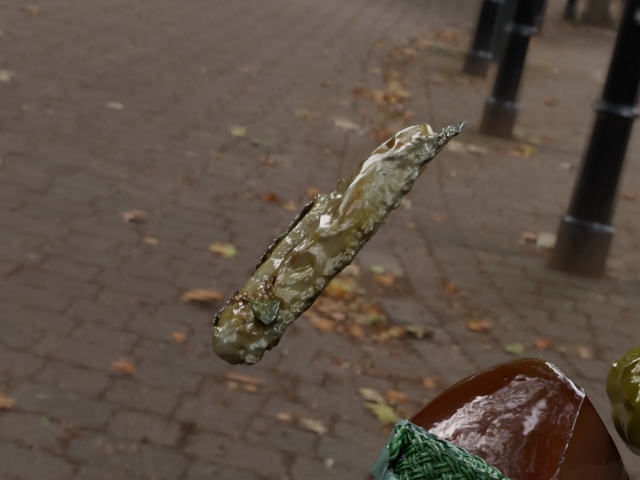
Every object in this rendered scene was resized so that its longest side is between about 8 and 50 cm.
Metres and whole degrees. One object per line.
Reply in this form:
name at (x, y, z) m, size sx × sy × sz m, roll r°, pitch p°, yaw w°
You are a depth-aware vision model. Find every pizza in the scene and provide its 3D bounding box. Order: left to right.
pizza at (-0.019, 0.019, 1.768) m, size 0.080 × 0.392 × 0.435 m, roll 42°, pitch -25°, yaw -3°

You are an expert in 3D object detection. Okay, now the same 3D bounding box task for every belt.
belt at (0.100, 0.208, 1.114) m, size 0.121 × 0.079 × 0.151 m, roll 28°, pitch -3°, yaw 37°

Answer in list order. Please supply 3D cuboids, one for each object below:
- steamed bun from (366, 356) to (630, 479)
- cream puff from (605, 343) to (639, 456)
steamed bun at (0.180, 0.326, 1.516) m, size 0.248 × 0.235 × 0.379 m, roll -4°, pitch 46°, yaw 34°
cream puff at (0.485, 0.115, 1.567) m, size 0.324 × 0.257 × 0.291 m, roll -11°, pitch 4°, yaw -6°
